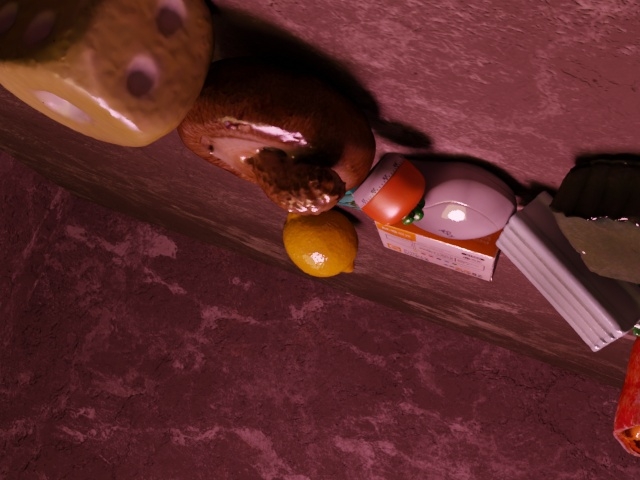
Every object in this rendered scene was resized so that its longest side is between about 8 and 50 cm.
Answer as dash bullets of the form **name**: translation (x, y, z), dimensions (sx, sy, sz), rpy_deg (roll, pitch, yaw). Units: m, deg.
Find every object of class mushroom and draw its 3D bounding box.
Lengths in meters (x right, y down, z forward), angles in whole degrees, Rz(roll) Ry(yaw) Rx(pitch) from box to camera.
- **mushroom**: translation (-0.072, -0.178, 1.274), dimensions (0.345, 0.239, 0.345), rpy_deg (33, 157, 16)

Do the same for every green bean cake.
- **green bean cake**: translation (0.475, -0.023, 1.121), dimensions (0.223, 0.125, 0.227), rpy_deg (14, 165, 46)

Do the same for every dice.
- **dice**: translation (-0.316, -0.288, 1.101), dimensions (0.238, 0.233, 0.227), rpy_deg (14, 165, 35)

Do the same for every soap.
- **soap**: translation (0.436, 0.055, 1.329), dimensions (0.265, 0.087, 0.160), rpy_deg (50, 171, 16)

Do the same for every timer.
- **timer**: translation (0.130, -0.080, 1.324), dimensions (0.136, 0.099, 0.136), rpy_deg (21, 146, 14)

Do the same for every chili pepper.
- **chili pepper**: translation (0.871, 0.392, 1.906), dimensions (0.229, 0.305, 0.251), rpy_deg (11, 163, 38)

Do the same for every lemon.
- **lemon**: translation (0.000, 0.000, 2.025), dimensions (0.244, 0.187, 0.187), rpy_deg (41, 164, -18)

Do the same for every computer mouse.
- **computer mouse**: translation (0.223, -0.067, 1.421), dimensions (0.184, 0.121, 0.297), rpy_deg (28, 167, -39)

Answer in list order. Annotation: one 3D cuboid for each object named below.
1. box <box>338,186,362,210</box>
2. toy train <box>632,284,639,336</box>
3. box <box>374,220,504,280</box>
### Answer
- **box**: translation (0.006, -0.138, 1.709), dimensions (0.161, 0.042, 0.226), rpy_deg (17, 168, 29)
- **toy train**: translation (0.660, 0.116, 1.376), dimensions (0.202, 0.145, 0.266), rpy_deg (18, 170, 3)
- **box**: translation (0.263, -0.011, 1.688), dimensions (0.274, 0.091, 0.221), rpy_deg (18, 168, 17)
